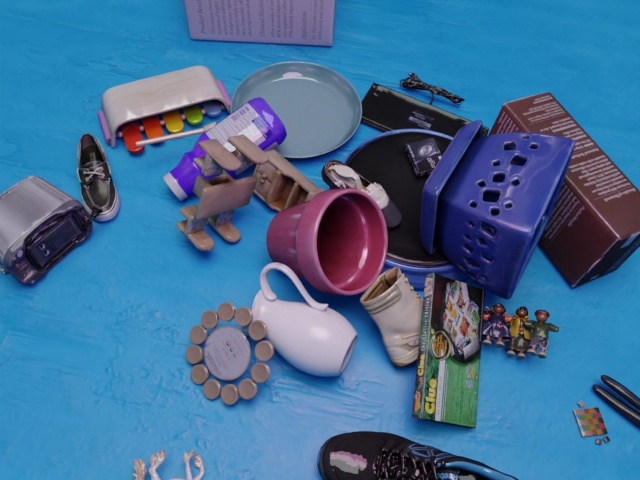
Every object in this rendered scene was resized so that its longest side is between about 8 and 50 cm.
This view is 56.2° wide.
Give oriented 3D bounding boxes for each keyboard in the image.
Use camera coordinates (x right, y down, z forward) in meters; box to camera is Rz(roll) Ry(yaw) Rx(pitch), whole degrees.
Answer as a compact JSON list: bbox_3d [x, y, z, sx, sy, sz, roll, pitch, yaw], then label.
[{"bbox_3d":[0.261,-0.315,1.489,0.317,0.033,0.201,26,67,12],"label":"keyboard"}]

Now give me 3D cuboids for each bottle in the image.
[{"bbox_3d":[-0.214,-0.196,1.328,0.283,0.092,0.118,-37,76,-5],"label":"bottle"}]

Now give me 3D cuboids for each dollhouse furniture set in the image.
[{"bbox_3d":[-0.139,-0.085,1.225,0.161,0.212,0.242,42,38,22],"label":"dollhouse furniture set"}]

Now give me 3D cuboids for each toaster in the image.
[{"bbox_3d":[-0.578,-0.034,1.216,0.146,0.129,0.227,32,63,19],"label":"toaster"}]

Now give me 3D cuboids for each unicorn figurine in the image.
[{"bbox_3d":[-0.236,0.411,1.004,0.162,0.060,0.111,-6,58,12],"label":"unicorn figurine"}]

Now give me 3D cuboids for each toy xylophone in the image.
[{"bbox_3d":[-0.364,-0.302,1.419,0.323,0.081,0.236,-12,60,-10],"label":"toy xylophone"}]

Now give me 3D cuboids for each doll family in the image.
[{"bbox_3d":[0.359,0.165,1.172,0.193,0.076,0.111,13,63,8],"label":"doll family"}]

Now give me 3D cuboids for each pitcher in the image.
[{"bbox_3d":[-0.034,0.147,1.106,0.207,0.177,0.125,23,28,14],"label":"pitcher"}]

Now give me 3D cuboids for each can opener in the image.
[{"bbox_3d":[0.593,0.319,1.106,0.186,0.073,0.059,31,100,19],"label":"can opener"}]

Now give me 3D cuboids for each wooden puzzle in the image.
[{"bbox_3d":[0.500,0.337,1.110,0.049,0.006,0.083,-5,59,-6],"label":"wooden puzzle"}]

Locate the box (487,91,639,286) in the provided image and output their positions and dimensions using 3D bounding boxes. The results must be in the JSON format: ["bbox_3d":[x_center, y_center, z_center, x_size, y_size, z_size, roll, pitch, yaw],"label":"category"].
[{"bbox_3d":[0.514,-0.115,1.279,0.143,0.191,0.381,-17,61,-18],"label":"box"}]

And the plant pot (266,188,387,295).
[{"bbox_3d":[0.000,0.000,1.160,0.180,0.201,0.201,3,48,46],"label":"plant pot"}]

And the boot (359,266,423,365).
[{"bbox_3d":[0.187,0.115,1.144,0.213,0.077,0.165,-35,108,-19],"label":"boot"}]

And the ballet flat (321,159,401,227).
[{"bbox_3d":[0.082,-0.102,1.230,0.203,0.074,0.074,39,64,19],"label":"ballet flat"}]

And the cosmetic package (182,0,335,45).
[{"bbox_3d":[-0.150,-0.747,1.561,0.394,0.329,0.327,3,59,-2],"label":"cosmetic package"}]

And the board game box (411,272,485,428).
[{"bbox_3d":[0.238,0.201,1.095,0.136,0.030,0.259,20,70,-30],"label":"board game box"}]

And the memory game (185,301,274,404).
[{"bbox_3d":[-0.168,0.207,1.098,0.186,0.012,0.186,-3,83,22],"label":"memory game"}]

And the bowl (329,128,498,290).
[{"bbox_3d":[0.210,-0.082,1.304,0.392,0.077,0.391,0,61,-1],"label":"bowl"}]

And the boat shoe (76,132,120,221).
[{"bbox_3d":[-0.499,-0.141,1.319,0.078,0.070,0.219,-17,61,-13],"label":"boat shoe"}]

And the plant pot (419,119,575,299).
[{"bbox_3d":[0.317,-0.069,1.129,0.212,0.236,0.236,24,63,20],"label":"plant pot"}]

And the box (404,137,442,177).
[{"bbox_3d":[0.229,-0.181,1.306,0.067,0.018,0.083,-13,61,-8],"label":"box"}]

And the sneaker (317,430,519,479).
[{"bbox_3d":[0.165,0.380,0.988,0.341,0.139,0.125,11,58,4],"label":"sneaker"}]

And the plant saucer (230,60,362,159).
[{"bbox_3d":[-0.058,-0.314,1.465,0.318,0.043,0.317,1,59,-1],"label":"plant saucer"}]
